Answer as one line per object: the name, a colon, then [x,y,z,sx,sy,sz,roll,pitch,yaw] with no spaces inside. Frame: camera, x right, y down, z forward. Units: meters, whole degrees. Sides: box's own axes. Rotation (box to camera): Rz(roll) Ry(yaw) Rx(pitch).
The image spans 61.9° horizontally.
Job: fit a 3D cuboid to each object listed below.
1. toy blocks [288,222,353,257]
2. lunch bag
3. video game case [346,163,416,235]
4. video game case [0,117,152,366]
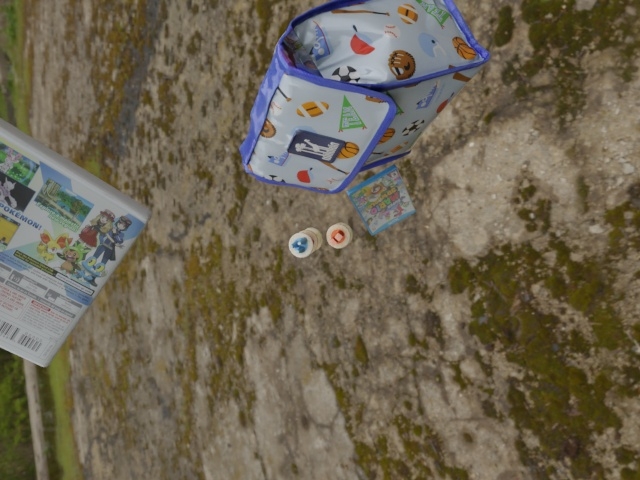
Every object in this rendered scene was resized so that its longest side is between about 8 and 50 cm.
toy blocks: [0.000,0.000,1.116,0.123,0.148,0.054,-10,95,12]
lunch bag: [0.054,-0.258,0.974,0.239,0.385,0.328,61,152,14]
video game case: [0.139,-0.086,1.193,0.119,0.166,0.015,-29,50,6]
video game case: [-0.453,-0.009,0.729,0.300,0.328,0.036,-51,20,14]
